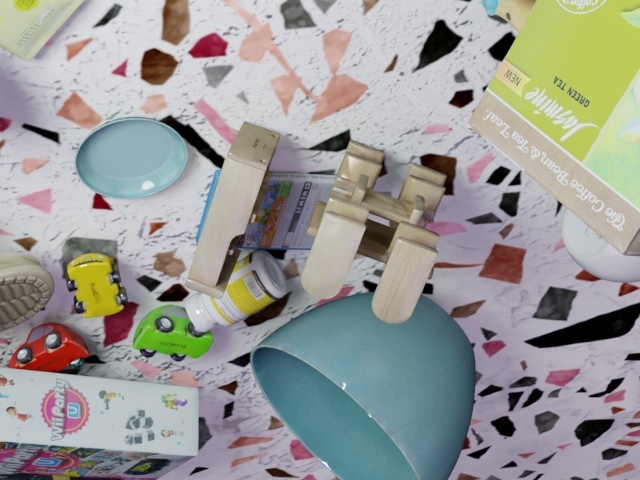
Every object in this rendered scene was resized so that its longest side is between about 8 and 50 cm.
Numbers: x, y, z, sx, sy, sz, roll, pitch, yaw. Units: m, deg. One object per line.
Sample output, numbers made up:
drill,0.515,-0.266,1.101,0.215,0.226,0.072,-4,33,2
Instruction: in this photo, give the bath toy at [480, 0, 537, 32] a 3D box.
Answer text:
bath toy,0.171,-0.333,1.082,0.151,0.129,0.348,-56,148,-21

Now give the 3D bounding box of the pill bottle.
pill bottle,-0.103,0.064,1.497,0.116,0.065,0.065,-29,139,17

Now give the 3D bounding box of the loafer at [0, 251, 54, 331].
loafer,-0.426,0.054,1.359,0.268,0.092,0.102,-12,142,0

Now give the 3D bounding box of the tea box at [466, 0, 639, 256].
tea box,0.371,-0.165,1.142,0.329,0.220,0.324,5,121,-46

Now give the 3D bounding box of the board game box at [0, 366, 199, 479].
board game box,-0.332,0.240,1.556,0.303,0.098,0.224,9,154,-25

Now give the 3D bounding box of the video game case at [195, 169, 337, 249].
video game case,-0.052,-0.033,1.439,0.166,0.015,0.119,1,138,-19

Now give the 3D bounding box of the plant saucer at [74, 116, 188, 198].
plant saucer,-0.201,-0.092,1.316,0.119,0.021,0.119,-9,140,-8

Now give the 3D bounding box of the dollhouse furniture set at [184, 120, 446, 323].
dollhouse furniture set,0.000,0.000,1.325,0.242,0.212,0.161,20,116,-2

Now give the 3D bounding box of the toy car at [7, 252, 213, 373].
toy car,-0.239,0.100,1.506,0.224,0.053,0.239,12,134,-30

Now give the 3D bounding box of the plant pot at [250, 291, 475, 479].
plant pot,0.082,0.175,1.561,0.195,0.290,0.290,-44,147,-22

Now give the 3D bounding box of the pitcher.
pitcher,0.406,-0.030,1.523,0.207,0.125,0.178,7,115,-38

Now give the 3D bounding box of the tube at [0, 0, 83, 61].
tube,-0.327,-0.232,1.087,0.070,0.062,0.240,6,167,45
